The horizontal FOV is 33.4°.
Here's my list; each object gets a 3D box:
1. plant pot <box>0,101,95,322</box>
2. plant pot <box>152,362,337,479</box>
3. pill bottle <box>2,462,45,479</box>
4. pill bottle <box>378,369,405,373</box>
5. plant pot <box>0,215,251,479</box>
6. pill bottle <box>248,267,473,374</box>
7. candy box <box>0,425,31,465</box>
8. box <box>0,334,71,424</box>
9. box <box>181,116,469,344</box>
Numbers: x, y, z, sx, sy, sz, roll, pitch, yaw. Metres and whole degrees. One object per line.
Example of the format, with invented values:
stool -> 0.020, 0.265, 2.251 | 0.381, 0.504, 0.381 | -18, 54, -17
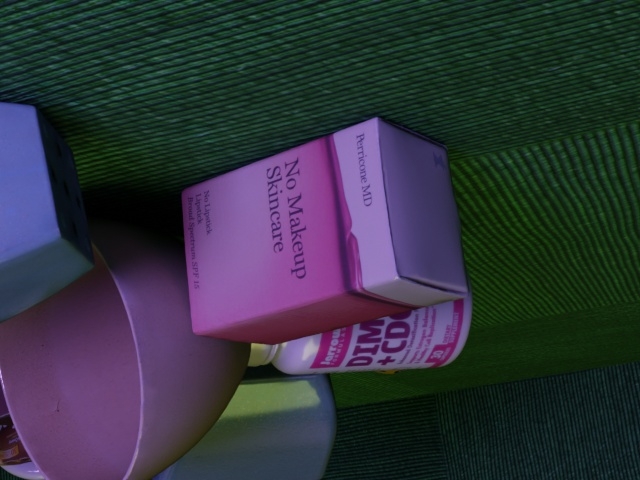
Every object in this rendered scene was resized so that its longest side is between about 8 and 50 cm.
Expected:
plant pot -> -0.304, -0.011, 0.806 | 0.234, 0.165, 0.166 | -15, 165, 0
plant pot -> -0.101, 0.176, 1.450 | 0.247, 0.248, 0.252 | -2, 148, -17
pill bottle -> -0.481, 0.345, 1.955 | 0.204, 0.204, 0.361 | -5, 165, -7
pill bottle -> 0.106, 0.137, 1.605 | 0.119, 0.119, 0.208 | -6, 165, -2
plant pot -> -0.184, 0.107, 1.101 | 0.191, 0.284, 0.284 | -8, 170, -42
pill bottle -> 0.020, 0.075, 1.247 | 0.283, 0.160, 0.160 | 0, 164, -24
candy box -> -0.438, 0.236, 1.598 | 0.109, 0.186, 0.053 | -18, 162, 34
box -> -0.292, 0.130, 1.300 | 0.203, 0.168, 0.167 | 5, 162, -39
box -> 0.000, 0.000, 0.985 | 0.232, 0.148, 0.127 | -18, 161, 34
